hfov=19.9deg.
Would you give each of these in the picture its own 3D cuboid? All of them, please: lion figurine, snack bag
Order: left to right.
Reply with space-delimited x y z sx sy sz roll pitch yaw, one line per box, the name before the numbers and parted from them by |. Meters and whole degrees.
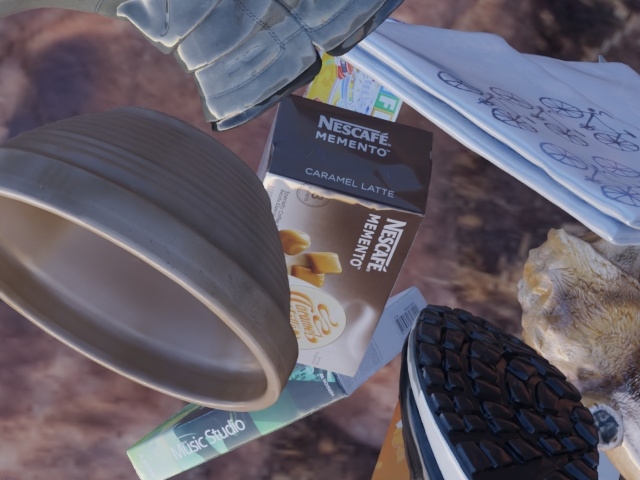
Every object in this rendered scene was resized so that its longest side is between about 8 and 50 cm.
snack bag | 0.209 -0.073 1.254 0.323 0.343 0.037 39 116 43
lion figurine | 0.276 0.166 1.357 0.142 0.240 0.392 -30 95 3

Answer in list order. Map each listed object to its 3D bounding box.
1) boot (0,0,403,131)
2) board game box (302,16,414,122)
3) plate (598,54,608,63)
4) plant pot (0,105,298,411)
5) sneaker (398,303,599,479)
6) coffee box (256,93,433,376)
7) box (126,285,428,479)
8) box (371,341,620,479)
boot | -0.085 -0.118 0.928 0.247 0.083 0.161 -30 108 3
board game box | 0.043 -0.175 2.007 0.026 0.103 0.154 -109 38 -72
plate | 0.327 -0.108 1.938 0.024 0.188 0.188 -13 74 12
plant pot | -0.106 -0.005 1.101 0.237 0.237 0.109 13 63 35
sneaker | 0.067 0.149 0.842 0.124 0.107 0.283 -54 27 27
coffee box | 0.000 0.000 1.611 0.246 0.141 0.098 112 171 -50
box | -0.046 0.170 2.120 0.322 0.232 0.058 -29 92 34
box | 0.175 0.304 1.973 0.215 0.168 0.345 -19 39 41
